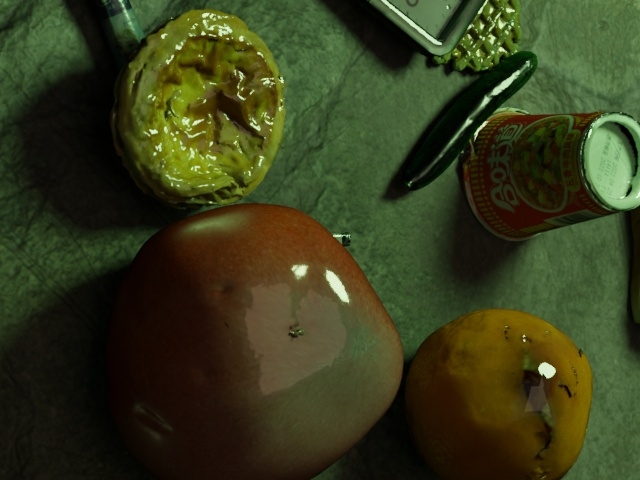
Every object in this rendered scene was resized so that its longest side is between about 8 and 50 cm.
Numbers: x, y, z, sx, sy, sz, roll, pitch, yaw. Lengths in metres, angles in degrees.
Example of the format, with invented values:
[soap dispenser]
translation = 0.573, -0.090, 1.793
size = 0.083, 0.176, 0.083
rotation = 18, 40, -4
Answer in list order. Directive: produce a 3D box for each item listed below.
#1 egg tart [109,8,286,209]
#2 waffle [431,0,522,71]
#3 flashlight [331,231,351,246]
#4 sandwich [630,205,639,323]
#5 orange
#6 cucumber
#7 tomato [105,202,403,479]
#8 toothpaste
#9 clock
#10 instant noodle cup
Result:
[egg tart]
translation = -0.148, -0.149, 1.669
size = 0.241, 0.106, 0.241
rotation = -7, 101, -40
[waffle]
translation = 0.203, -0.320, 1.957
size = 0.169, 0.036, 0.183
rotation = -10, 92, -31
[flashlight]
translation = 0.000, 0.000, 1.819
size = 0.083, 0.018, 0.018
rotation = -3, 87, -33
[sandwich]
translation = 0.586, 0.020, 2.154
size = 0.273, 0.095, 0.248
rotation = 2, 86, -32
[orange]
translation = 0.230, 0.209, 1.830
size = 0.246, 0.246, 0.246
rotation = 2, 87, -33
[cucumber]
translation = 0.197, -0.164, 1.929
size = 0.284, 0.056, 0.056
rotation = -46, 111, -20
[tomato]
translation = -0.078, 0.129, 1.611
size = 0.342, 0.273, 0.341
rotation = 2, 86, -33
[toothpaste]
translation = -0.226, -0.234, 1.676
size = 0.062, 0.037, 0.216
rotation = -31, 111, -30
[clock]
translation = 0.121, -0.417, 1.872
size = 0.279, 0.049, 0.273
rotation = 37, 79, -18
[instant noodle cup]
translation = 0.323, -0.097, 1.918
size = 0.193, 0.212, 0.193
rotation = 2, 86, -33
